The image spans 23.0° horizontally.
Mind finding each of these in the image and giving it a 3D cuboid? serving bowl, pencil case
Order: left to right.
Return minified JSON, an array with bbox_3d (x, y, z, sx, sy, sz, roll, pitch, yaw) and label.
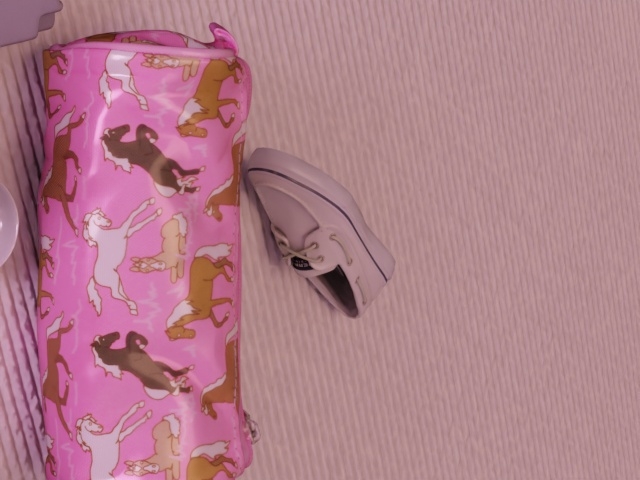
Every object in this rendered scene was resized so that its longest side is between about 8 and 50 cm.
[{"bbox_3d":[-0.275,-0.013,1.220,0.083,0.027,0.083,-8,101,-47],"label":"serving bowl"},{"bbox_3d":[-0.139,0.018,1.277,0.167,0.160,0.386,-7,99,-46],"label":"pencil case"}]

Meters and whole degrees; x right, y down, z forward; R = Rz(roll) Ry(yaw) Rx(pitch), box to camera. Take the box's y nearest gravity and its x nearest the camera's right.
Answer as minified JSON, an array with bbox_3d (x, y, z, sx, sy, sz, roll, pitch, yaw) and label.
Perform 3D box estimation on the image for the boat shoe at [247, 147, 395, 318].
[{"bbox_3d":[0.000,0.000,1.480,0.226,0.083,0.076,43,63,-42],"label":"boat shoe"}]

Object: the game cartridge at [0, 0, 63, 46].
[{"bbox_3d":[-0.261,-0.270,1.118,0.196,0.060,0.294,-26,136,-46],"label":"game cartridge"}]
